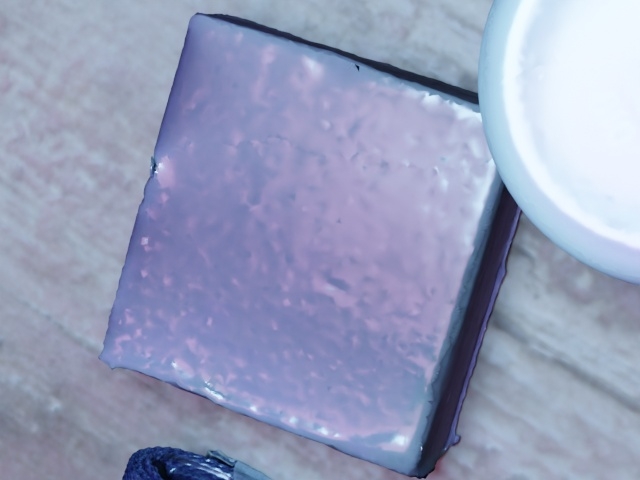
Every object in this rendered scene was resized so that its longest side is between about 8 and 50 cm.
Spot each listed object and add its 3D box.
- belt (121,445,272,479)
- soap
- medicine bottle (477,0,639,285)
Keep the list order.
[{"bbox_3d":[-0.065,0.263,1.498,0.231,0.140,0.126,25,107,15],"label":"belt"},{"bbox_3d":[0.000,0.000,1.464,0.285,0.107,0.296,21,102,19],"label":"soap"},{"bbox_3d":[0.261,-0.105,1.238,0.256,0.325,0.256,2,96,22],"label":"medicine bottle"}]
